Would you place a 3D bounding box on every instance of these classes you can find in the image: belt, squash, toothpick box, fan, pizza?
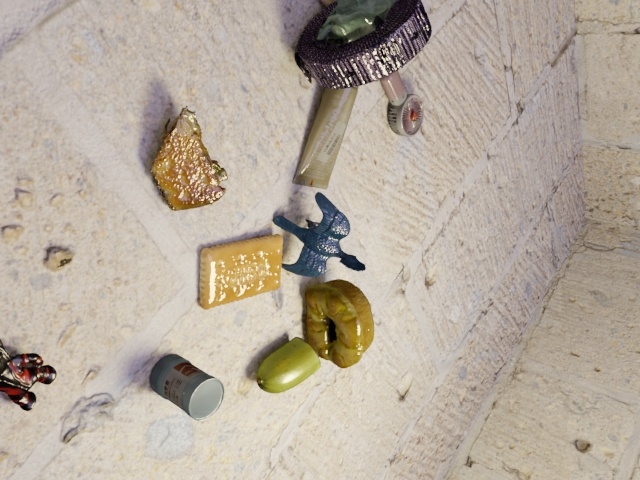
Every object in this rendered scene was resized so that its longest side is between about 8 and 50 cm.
[{"bbox_3d":[0.097,-0.484,1.366,0.122,0.324,0.260,49,47,-43],"label":"belt"},{"bbox_3d":[-0.099,0.357,1.599,0.186,0.123,0.123,-27,123,-43],"label":"squash"},{"bbox_3d":[-0.304,0.331,1.315,0.101,0.153,0.101,-21,118,-45],"label":"toothpick box"},{"bbox_3d":[0.244,-0.422,1.758,0.130,0.074,0.244,-57,138,-18],"label":"fan"},{"bbox_3d":[-0.291,-0.162,1.226,0.147,0.069,0.226,-32,126,-12],"label":"pizza"}]

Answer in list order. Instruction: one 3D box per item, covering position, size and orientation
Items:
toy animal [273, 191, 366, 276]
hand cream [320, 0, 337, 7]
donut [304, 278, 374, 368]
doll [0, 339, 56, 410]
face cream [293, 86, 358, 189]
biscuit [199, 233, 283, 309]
[{"bbox_3d":[0.000,0.000,1.527,0.255,0.176,0.239,18,107,-27],"label":"toy animal"},{"bbox_3d":[0.026,-0.613,1.461,0.143,0.039,0.061,32,78,-46],"label":"hand cream"},{"bbox_3d":[0.057,0.241,1.673,0.128,0.208,0.261,-29,129,-42],"label":"donut"},{"bbox_3d":[-0.582,0.226,1.009,0.249,0.088,0.127,49,45,-57],"label":"doll"},{"bbox_3d":[0.025,-0.305,1.546,0.137,0.084,0.341,4,108,-49],"label":"face cream"},{"bbox_3d":[-0.192,0.076,1.443,0.249,0.030,0.160,-11,112,-44],"label":"biscuit"}]
